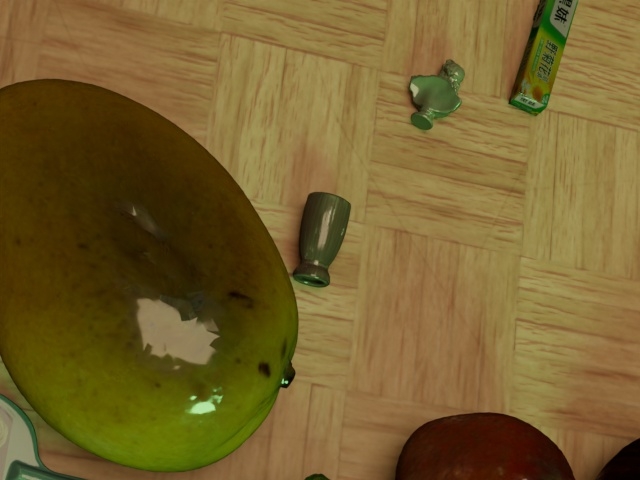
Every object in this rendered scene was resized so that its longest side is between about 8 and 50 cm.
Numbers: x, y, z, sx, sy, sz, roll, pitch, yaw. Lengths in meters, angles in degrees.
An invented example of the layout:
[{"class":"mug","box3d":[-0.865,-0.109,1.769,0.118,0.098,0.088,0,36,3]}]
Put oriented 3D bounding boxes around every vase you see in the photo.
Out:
[{"class":"vase","box3d":[0.000,0.000,1.519,0.053,0.053,0.101,16,73,-12]}]

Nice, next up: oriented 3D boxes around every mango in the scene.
[{"class":"mango","box3d":[-0.209,0.025,1.366,0.301,0.220,0.445,-36,77,-17]}]

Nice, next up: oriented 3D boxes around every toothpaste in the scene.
[{"class":"toothpaste","box3d":[0.282,-0.244,1.691,0.043,0.037,0.178,23,68,-8]}]

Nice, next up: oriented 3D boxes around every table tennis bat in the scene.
[{"class":"table tennis bat","box3d":[-0.324,0.233,1.356,0.237,0.038,0.149,21,68,-7]}]

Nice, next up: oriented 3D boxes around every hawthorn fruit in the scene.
[{"class":"hawthorn fruit","box3d":[0.187,0.268,1.389,0.199,0.251,0.199,11,68,-29]}]

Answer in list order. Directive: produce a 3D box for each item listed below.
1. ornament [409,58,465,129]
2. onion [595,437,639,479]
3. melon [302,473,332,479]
[{"class":"ornament","box3d":[0.142,-0.179,1.625,0.092,0.041,0.068,-33,62,-12]},{"class":"onion","box3d":[0.429,0.301,1.445,0.273,0.285,0.273,6,37,-4]},{"class":"melon","box3d":[-0.054,0.444,1.298,0.343,0.226,0.331,-35,103,-36]}]
